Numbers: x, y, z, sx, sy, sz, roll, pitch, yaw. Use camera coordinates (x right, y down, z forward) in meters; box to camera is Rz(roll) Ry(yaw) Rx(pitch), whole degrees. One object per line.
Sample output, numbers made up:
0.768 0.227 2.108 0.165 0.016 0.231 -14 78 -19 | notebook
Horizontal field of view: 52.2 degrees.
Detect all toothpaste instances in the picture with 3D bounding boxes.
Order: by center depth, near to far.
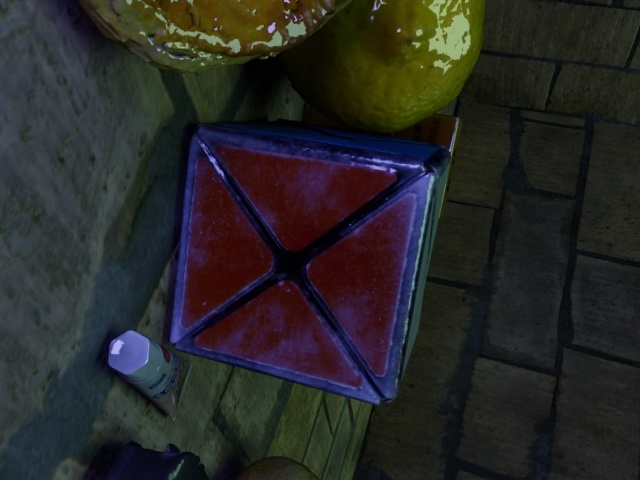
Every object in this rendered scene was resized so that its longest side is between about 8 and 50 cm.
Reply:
-0.163 0.137 0.661 0.194 0.042 0.067 82 21 -67 | toothpaste

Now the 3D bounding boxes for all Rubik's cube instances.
0.000 0.000 0.753 0.260 0.259 0.255 -38 140 -74 | Rubik's cube

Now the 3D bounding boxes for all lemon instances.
0.066 -0.258 0.784 0.310 0.253 0.254 -105 -159 -73 | lemon

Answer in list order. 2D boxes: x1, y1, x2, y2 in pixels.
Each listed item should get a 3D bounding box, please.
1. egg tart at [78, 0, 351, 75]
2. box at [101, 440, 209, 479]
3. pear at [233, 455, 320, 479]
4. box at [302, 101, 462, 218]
-0.067 -0.256 0.448 0.290 0.115 0.290 -26 144 -21 | egg tart
-0.200 0.409 0.634 0.359 0.090 0.350 87 22 -47 | box
-0.066 0.441 0.968 0.211 0.188 0.229 -3 104 -67 | pear
0.083 -0.128 0.992 0.070 0.237 0.152 -6 107 -70 | box
